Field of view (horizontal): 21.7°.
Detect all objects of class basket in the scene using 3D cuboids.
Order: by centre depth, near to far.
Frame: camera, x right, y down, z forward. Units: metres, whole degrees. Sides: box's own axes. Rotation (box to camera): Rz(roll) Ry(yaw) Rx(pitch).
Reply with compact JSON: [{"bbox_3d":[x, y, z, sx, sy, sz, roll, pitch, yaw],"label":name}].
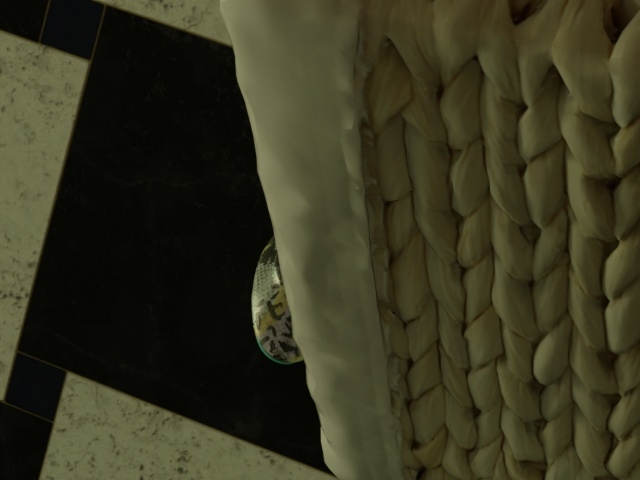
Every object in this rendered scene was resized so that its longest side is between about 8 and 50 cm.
[{"bbox_3d":[0.150,-0.088,0.625,0.331,0.266,0.328,77,-152,-55],"label":"basket"}]

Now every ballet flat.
[{"bbox_3d":[0.000,0.000,0.706,0.041,0.041,0.114,85,-161,-45],"label":"ballet flat"}]
